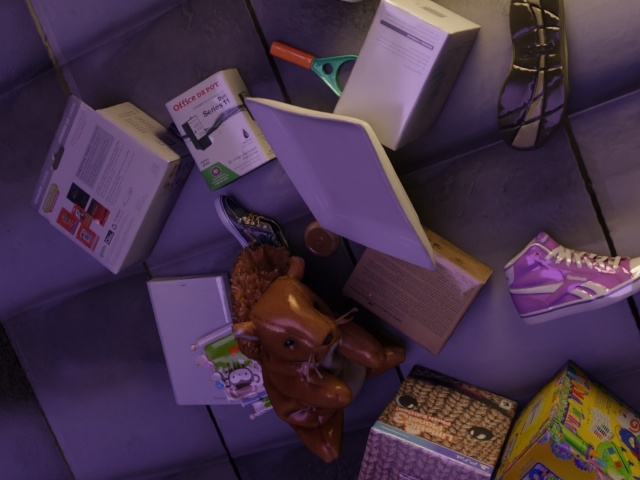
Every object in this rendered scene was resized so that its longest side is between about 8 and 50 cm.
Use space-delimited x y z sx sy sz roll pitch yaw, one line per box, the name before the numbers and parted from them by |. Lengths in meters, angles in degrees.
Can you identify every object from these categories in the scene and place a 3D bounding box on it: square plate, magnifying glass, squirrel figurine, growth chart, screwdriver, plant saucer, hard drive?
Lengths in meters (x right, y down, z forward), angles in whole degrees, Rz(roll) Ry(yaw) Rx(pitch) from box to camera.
square plate | 0.043 -0.116 1.591 0.347 0.049 0.344 22 152 49
magnifying glass | 0.007 -0.341 1.712 0.231 0.026 0.092 24 114 15
squirrel figurine | -0.067 0.179 1.707 0.397 0.370 0.281 36 79 34
growth chart | -0.169 0.290 1.949 0.172 0.021 0.237 -36 99 11
screwdriver | -0.255 -0.200 1.871 0.170 0.024 0.025 36 146 1
plant saucer | 0.000 0.000 1.827 0.083 0.015 0.083 7 108 20
hard drive | -0.274 0.230 2.000 0.203 0.040 0.307 -5 103 24

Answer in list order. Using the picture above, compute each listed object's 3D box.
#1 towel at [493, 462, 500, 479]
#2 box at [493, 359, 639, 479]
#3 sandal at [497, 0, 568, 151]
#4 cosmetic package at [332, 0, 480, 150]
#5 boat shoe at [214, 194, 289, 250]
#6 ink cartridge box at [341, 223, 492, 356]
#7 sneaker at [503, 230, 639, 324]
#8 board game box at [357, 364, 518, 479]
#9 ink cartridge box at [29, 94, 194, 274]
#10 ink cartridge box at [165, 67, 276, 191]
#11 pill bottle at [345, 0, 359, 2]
towel | 0.231 0.597 1.906 0.271 0.040 0.370 17 112 18
box | 0.499 0.418 1.597 0.279 0.290 0.177 38 117 8
sandal | 0.388 -0.308 1.537 0.120 0.086 0.303 7 94 26
cosmetic package | 0.157 -0.302 1.548 0.138 0.224 0.225 31 116 13
boat shoe | -0.144 -0.034 1.853 0.083 0.065 0.183 -32 99 26
ink cartridge box | 0.191 0.082 1.732 0.234 0.088 0.193 34 117 10
sneaker | 0.472 0.046 1.600 0.282 0.102 0.161 -21 94 27
board game box | 0.234 0.397 1.700 0.232 0.291 0.141 18 112 16
ink cartridge box | -0.460 -0.134 1.912 0.272 0.130 0.309 36 116 10
ink cartridge box | -0.200 -0.229 1.792 0.153 0.087 0.208 -27 94 22
pill bottle | 0.060 -0.606 1.515 0.188 0.188 0.334 32 115 10
